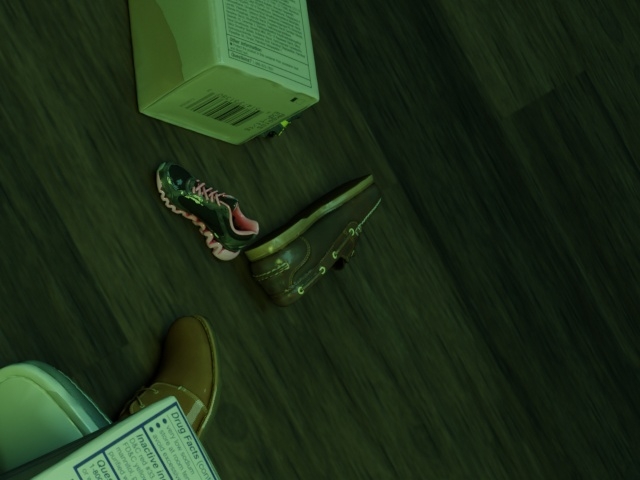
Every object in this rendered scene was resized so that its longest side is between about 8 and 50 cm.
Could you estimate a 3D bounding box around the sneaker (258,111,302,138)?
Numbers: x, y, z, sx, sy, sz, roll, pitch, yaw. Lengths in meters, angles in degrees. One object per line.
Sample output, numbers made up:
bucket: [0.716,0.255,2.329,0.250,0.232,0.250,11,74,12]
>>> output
sneaker: [-0.048,-0.123,2.053,0.083,0.031,0.035,-10,97,-53]

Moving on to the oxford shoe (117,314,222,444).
oxford shoe: [-0.138,0.147,1.750,0.076,0.076,0.212,28,49,-25]

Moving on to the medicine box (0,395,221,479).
medicine box: [-0.237,0.260,1.405,0.289,0.263,0.149,-29,93,-52]

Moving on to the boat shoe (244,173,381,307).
boat shoe: [0.000,0.000,2.001,0.207,0.073,0.073,-37,100,-45]

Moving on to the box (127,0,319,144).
box: [-0.106,-0.270,1.990,0.148,0.121,0.311,18,56,-43]

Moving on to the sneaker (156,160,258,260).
sneaker: [-0.105,-0.036,1.907,0.119,0.057,0.047,45,43,-20]

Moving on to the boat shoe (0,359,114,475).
boat shoe: [-0.167,0.223,1.644,0.319,0.116,0.099,58,29,-14]
